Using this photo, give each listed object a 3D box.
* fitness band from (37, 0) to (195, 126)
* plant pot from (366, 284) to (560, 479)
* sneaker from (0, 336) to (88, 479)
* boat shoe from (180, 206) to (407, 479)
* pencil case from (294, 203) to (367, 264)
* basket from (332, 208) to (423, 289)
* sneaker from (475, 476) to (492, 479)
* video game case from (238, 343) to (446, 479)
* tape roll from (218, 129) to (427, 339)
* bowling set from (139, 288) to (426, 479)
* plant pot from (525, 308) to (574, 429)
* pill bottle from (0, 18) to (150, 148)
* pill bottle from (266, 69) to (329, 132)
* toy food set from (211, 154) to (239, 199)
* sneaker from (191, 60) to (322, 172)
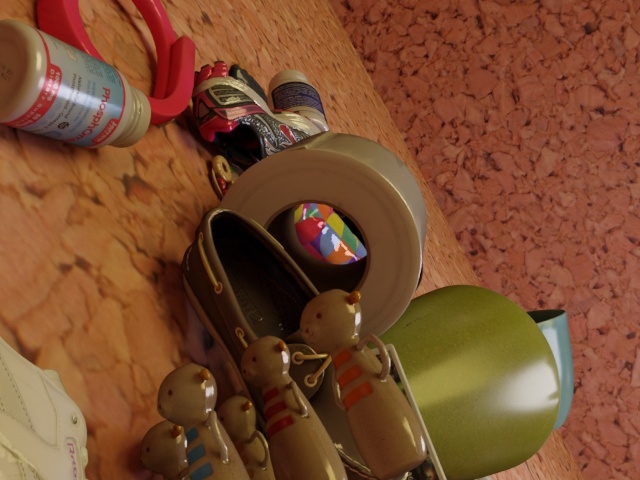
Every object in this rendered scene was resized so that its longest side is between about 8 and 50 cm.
[{"bbox_3d":[-0.249,-0.263,0.798,0.209,0.054,0.290,42,30,-41],"label":"fitness band"},{"bbox_3d":[0.123,0.201,0.822,0.294,0.275,0.274,1,60,-51],"label":"plant pot"},{"bbox_3d":[-0.151,0.149,0.331,0.305,0.114,0.152,59,19,-4],"label":"sneaker"},{"bbox_3d":[-0.026,0.102,0.618,0.117,0.096,0.324,-25,64,-32],"label":"boat shoe"},{"bbox_3d":[0.000,0.000,1.005,0.236,0.105,0.104,48,21,-33],"label":"pencil case"},{"bbox_3d":[0.091,-0.017,1.202,0.204,0.154,0.226,46,18,-21],"label":"basket"},{"bbox_3d":[0.212,0.422,0.930,0.121,0.099,0.262,41,24,-35],"label":"sneaker"},{"bbox_3d":[0.024,0.215,0.633,0.022,0.173,0.190,87,-15,-60],"label":"video game case"},{"bbox_3d":[0.007,-0.005,0.790,0.246,0.246,0.169,58,18,-8],"label":"tape roll"},{"bbox_3d":[-0.079,0.149,0.448,0.200,0.287,0.154,-5,54,-34],"label":"bowling set"},{"bbox_3d":[0.416,0.296,1.394,0.293,0.293,0.235,-4,80,-70],"label":"plant pot"},{"bbox_3d":[-0.235,-0.135,0.592,0.087,0.087,0.160,65,19,15],"label":"pill bottle"},{"bbox_3d":[-0.049,-0.246,1.227,0.112,0.112,0.186,43,25,-43],"label":"pill bottle"},{"bbox_3d":[-0.126,-0.078,0.907,0.083,0.020,0.083,36,29,-52],"label":"toy food set"},{"bbox_3d":[-0.088,-0.144,0.975,0.299,0.121,0.111,27,43,-48],"label":"sneaker"}]
